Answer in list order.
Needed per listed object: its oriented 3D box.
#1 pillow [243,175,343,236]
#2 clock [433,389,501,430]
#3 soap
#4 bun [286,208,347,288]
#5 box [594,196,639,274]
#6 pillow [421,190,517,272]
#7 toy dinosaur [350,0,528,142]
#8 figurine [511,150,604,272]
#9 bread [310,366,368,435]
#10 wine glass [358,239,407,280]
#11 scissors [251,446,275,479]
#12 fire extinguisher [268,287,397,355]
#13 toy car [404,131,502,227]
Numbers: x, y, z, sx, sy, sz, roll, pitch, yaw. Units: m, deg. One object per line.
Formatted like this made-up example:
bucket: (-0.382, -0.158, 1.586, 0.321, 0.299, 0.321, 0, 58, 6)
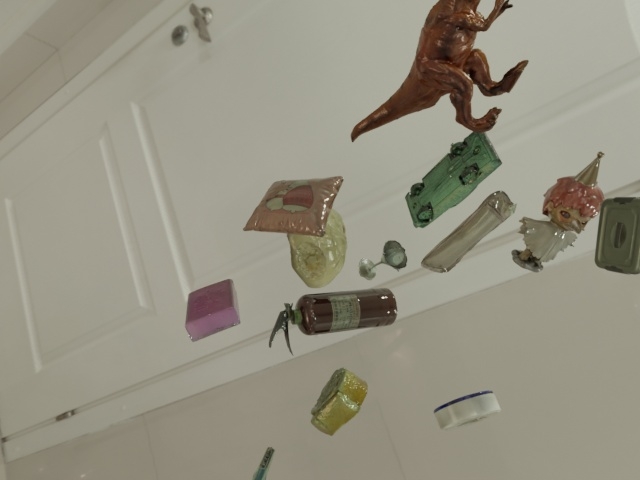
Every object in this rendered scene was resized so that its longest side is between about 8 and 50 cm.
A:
pillow: (-0.069, -0.096, 1.162, 0.084, 0.236, 0.223, 70, 28, -43)
clock: (0.535, 0.624, 1.555, 0.230, 0.231, 0.083, 33, 32, -54)
soap: (-0.393, 0.246, 1.553, 0.259, 0.181, 0.081, -126, -163, -68)
bun: (0.003, -0.004, 1.655, 0.364, 0.203, 0.363, -11, 90, -79)
box: (0.709, -0.011, 0.959, 0.124, 0.093, 0.171, -147, -119, -78)
pillow: (0.325, -0.011, 0.933, 0.131, 0.232, 0.038, 22, 28, -48)
toy dinosaur: (0.202, -0.256, 0.685, 0.208, 0.432, 0.097, 39, 46, 7)
figurine: (0.719, -0.074, 1.245, 0.207, 0.386, 0.166, 19, 34, -12)
bread: (0.056, 0.599, 1.560, 0.124, 0.257, 0.186, 35, 13, -1)
wine glass: (0.232, 0.082, 1.642, 0.122, 0.183, 0.122, 15, 61, -30)
scissors: (-0.186, 0.721, 1.277, 0.289, 0.041, 0.137, -55, 154, -75)
fire extinguisher: (0.021, 0.138, 0.735, 0.231, 0.071, 0.099, -3, 89, -26)
toy car: (0.381, -0.167, 1.245, 0.097, 0.320, 0.141, 14, 48, -29)
